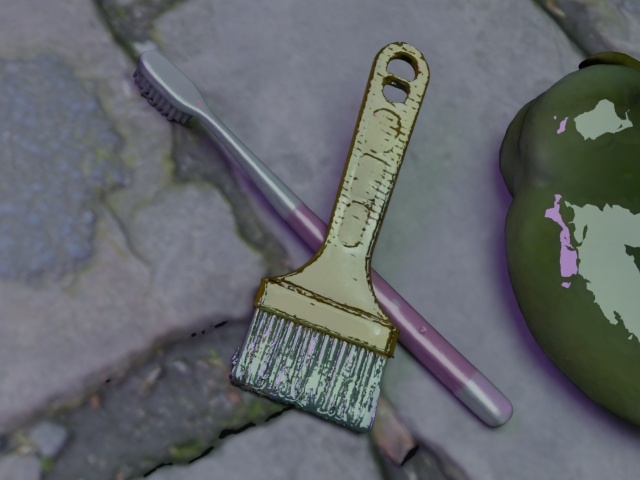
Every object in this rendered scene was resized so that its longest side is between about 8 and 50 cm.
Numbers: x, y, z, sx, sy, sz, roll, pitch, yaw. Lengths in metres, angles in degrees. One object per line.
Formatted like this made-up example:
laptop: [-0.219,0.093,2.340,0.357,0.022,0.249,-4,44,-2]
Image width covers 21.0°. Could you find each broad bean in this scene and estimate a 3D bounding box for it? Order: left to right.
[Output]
broad bean: [0.187,0.000,0.988,0.169,0.100,0.228,-3,79,-13]

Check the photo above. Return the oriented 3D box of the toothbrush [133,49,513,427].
toothbrush: [0.000,0.000,0.956,0.286,0.025,0.020,45,57,3]

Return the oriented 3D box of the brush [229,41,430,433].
brush: [0.020,-0.009,0.942,0.082,0.010,0.218,20,75,-6]
